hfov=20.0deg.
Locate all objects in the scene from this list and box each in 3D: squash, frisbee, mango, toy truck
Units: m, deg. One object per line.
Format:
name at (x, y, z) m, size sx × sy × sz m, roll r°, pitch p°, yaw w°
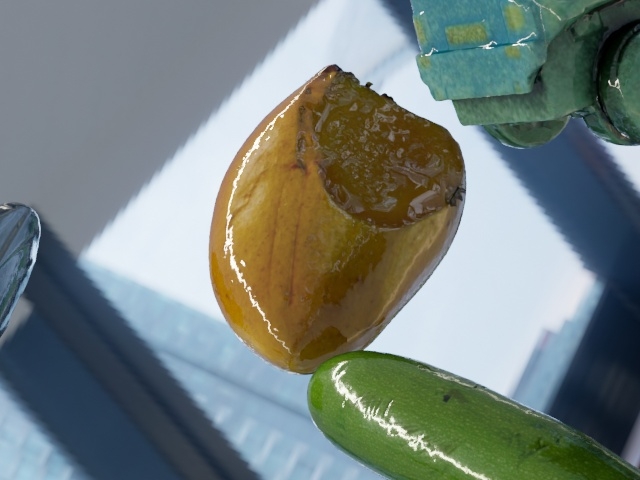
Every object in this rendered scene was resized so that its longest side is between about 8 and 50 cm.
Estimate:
squash at (0.097, 0.134, 1.161) m, size 0.082 × 0.292 × 0.082 m, roll -22°, pitch -58°, yaw -41°
frisbee at (-0.323, 0.094, 1.546) m, size 0.289 × 0.049 × 0.289 m, roll -52°, pitch -10°, yaw -13°
mango at (0.000, 0.000, 1.374) m, size 0.138 × 0.187 × 0.257 m, roll 93°, pitch -159°, yaw -46°
toy truck at (0.194, -0.150, 1.057) m, size 0.278 × 0.156 × 0.155 m, roll -24°, pitch 13°, yaw -25°
